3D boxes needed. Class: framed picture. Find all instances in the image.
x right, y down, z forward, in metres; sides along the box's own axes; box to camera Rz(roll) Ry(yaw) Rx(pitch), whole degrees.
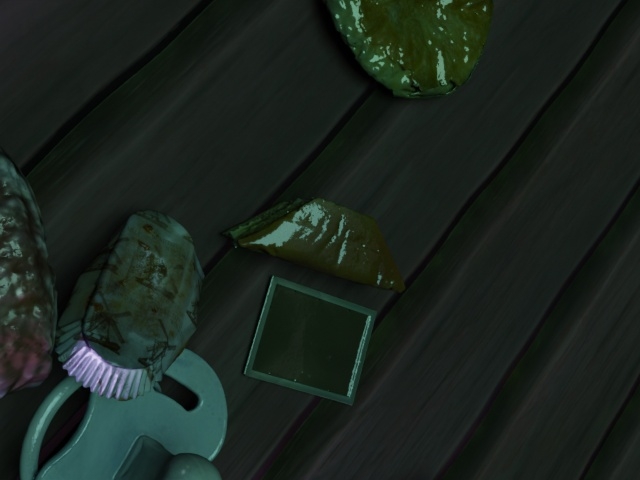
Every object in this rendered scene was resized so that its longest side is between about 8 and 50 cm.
[{"bbox_3d":[-0.012,0.142,1.219,0.183,0.011,0.142,21,79,-28],"label":"framed picture"}]

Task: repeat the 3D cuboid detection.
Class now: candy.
[{"bbox_3d":[-0.362,0.030,0.895,0.157,0.214,0.290,-15,94,-32],"label":"candy"}]

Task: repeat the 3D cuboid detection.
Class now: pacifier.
[{"bbox_3d":[-0.197,0.254,0.980,0.238,0.225,0.287,47,64,-36],"label":"pacifier"}]

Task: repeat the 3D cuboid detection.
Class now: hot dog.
[{"bbox_3d":[-0.210,0.071,0.999,0.144,0.075,0.268,33,35,-12],"label":"hot dog"}]

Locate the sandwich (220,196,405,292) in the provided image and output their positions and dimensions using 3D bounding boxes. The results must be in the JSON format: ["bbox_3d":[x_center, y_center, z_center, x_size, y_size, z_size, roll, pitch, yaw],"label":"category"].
[{"bbox_3d":[0.000,0.000,1.181,0.258,0.094,0.096,20,80,-27],"label":"sandwich"}]

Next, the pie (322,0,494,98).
[{"bbox_3d":[0.140,-0.349,1.284,0.306,0.071,0.307,-2,94,-31],"label":"pie"}]

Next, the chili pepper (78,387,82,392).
[{"bbox_3d":[-0.233,0.137,1.071,0.153,0.041,0.050,-26,144,-29],"label":"chili pepper"}]
